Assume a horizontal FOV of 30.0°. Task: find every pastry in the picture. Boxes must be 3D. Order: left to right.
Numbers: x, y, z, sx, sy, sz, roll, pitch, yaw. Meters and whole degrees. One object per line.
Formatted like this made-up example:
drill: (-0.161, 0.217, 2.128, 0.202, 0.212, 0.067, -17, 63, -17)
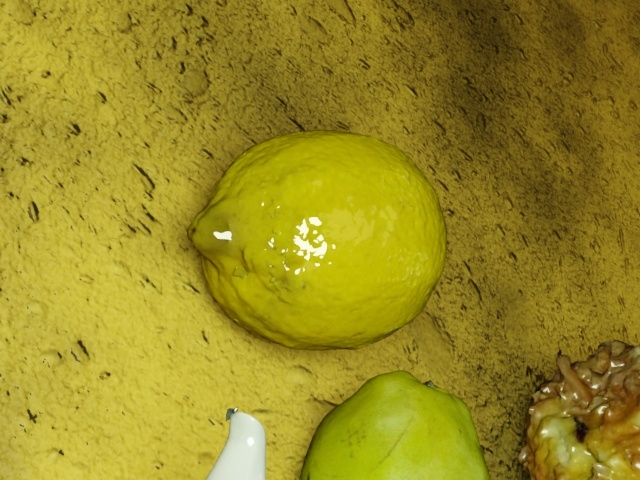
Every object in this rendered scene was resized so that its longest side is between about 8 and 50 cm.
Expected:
pastry: (0.423, 0.289, 1.512, 0.405, 0.292, 0.337, 2, 46, -43)

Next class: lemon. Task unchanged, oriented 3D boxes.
lemon: (0.000, 0.000, 1.310, 0.320, 0.245, 0.245, 0, 66, -37)

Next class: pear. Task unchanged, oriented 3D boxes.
pear: (0.076, 0.270, 1.245, 0.212, 0.212, 0.269, 27, 67, -31)

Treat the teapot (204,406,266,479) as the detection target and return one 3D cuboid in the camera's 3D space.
teapot: (-0.044, 0.340, 1.049, 0.280, 0.252, 0.424, -50, 136, -45)
